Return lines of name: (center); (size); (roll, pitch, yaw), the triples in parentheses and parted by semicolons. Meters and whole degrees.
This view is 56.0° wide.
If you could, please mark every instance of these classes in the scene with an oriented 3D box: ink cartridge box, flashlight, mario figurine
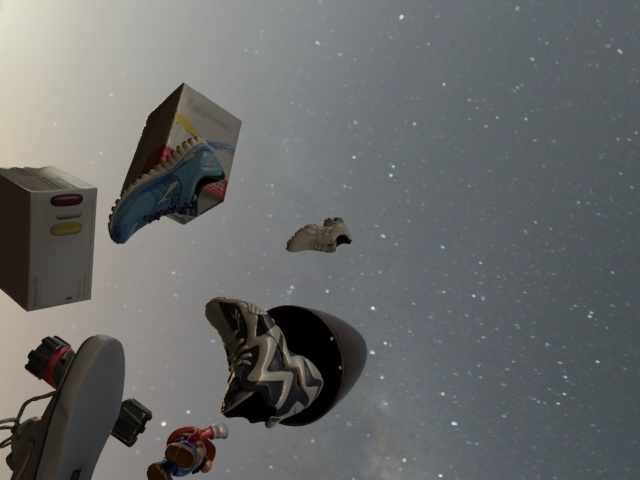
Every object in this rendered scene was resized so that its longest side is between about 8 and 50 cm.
ink cartridge box: (-0.230, -0.144, 1.013); (0.128, 0.127, 0.176); (-24, -132, 42)
flashlight: (-0.525, 0.338, 1.379); (0.103, 0.304, 0.103); (-53, 170, -36)
mario figurine: (-0.341, 0.591, 1.606); (0.320, 0.198, 0.170); (84, -6, -82)

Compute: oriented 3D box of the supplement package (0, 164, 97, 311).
supplement package: (-0.607, -0.012, 1.307); (0.204, 0.145, 0.261); (23, -68, 37)

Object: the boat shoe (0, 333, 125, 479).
boat shoe: (-0.415, 0.311, 0.893); (0.157, 0.136, 0.366); (10, -101, 14)

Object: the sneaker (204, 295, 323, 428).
sneaker: (-0.123, 0.194, 0.933); (0.235, 0.153, 0.094); (47, -54, 7)

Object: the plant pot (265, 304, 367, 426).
plant pot: (-0.003, 0.229, 1.175); (0.216, 0.230, 0.215); (-2, -94, 27)

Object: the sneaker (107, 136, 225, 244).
sneaker: (-0.180, -0.050, 0.713); (0.162, 0.073, 0.063); (-43, -179, -11)

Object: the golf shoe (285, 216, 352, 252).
golf shoe: (0.000, 0.000, 1.517); (0.086, 0.176, 0.069); (52, -28, 31)
